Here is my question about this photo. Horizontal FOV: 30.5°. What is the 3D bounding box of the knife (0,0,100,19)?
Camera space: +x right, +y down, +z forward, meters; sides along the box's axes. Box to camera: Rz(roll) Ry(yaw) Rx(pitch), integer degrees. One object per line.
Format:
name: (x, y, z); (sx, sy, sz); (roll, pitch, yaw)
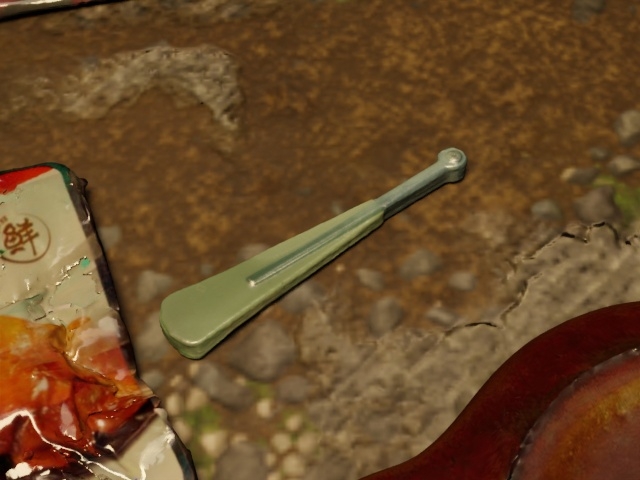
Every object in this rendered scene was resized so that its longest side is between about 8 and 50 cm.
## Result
knife: (-0.165, -0.155, 0.727); (0.247, 0.018, 0.035); (-11, 55, -10)

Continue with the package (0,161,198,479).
package: (-0.167, 0.064, 0.574); (0.166, 0.040, 0.232); (-20, 59, -12)

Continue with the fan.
fan: (0.000, 0.000, 0.626); (0.193, 0.016, 0.038); (-31, 61, -18)

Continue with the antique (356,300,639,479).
antique: (0.143, 0.130, 0.478); (0.278, 0.129, 0.223); (-3, 55, -5)
